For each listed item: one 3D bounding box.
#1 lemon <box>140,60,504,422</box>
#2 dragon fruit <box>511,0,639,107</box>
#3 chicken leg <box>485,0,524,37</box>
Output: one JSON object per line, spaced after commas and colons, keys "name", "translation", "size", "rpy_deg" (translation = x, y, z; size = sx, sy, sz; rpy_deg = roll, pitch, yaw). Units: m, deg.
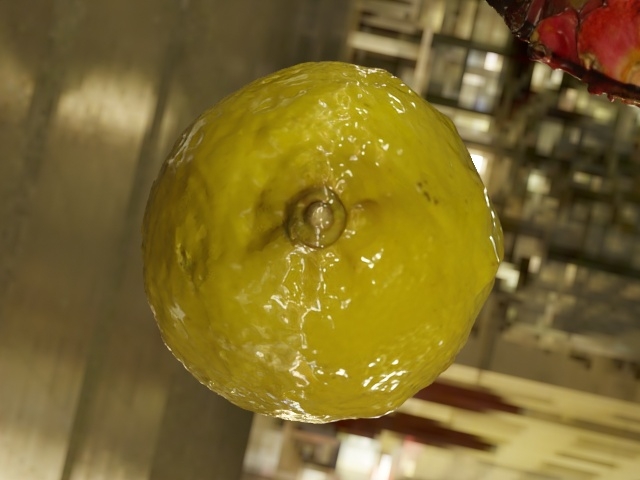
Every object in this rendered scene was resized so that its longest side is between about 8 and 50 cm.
{"name": "lemon", "translation": [0.000, 0.000, 1.440], "size": [0.322, 0.268, 0.268], "rpy_deg": [107, -4, -70]}
{"name": "dragon fruit", "translation": [0.231, -0.138, 1.104], "size": [0.163, 0.261, 0.189], "rpy_deg": [40, 65, -68]}
{"name": "chicken leg", "translation": [0.264, -0.227, 1.860], "size": [0.105, 0.234, 0.063], "rpy_deg": [-82, 152, -48]}
